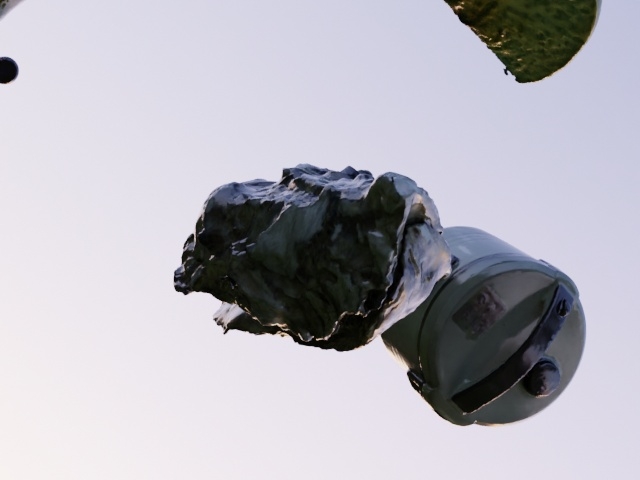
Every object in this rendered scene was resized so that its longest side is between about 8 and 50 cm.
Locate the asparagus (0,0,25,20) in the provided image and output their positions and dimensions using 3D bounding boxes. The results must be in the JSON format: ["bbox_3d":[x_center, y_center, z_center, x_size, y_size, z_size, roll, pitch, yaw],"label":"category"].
[{"bbox_3d":[-0.319,-0.330,1.683,0.082,0.343,0.085,58,0,-14],"label":"asparagus"}]

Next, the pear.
[{"bbox_3d":[0.254,-0.353,1.829,0.288,0.139,0.239,44,-20,-16],"label":"pear"}]

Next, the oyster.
[{"bbox_3d":[0.001,0.002,1.117,0.158,0.162,0.351,30,-15,-18],"label":"oyster"}]

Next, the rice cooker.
[{"bbox_3d":[0.191,0.103,1.783,0.244,0.226,0.226,41,-28,61],"label":"rice cooker"}]

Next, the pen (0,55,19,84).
[{"bbox_3d":[-0.373,-0.191,1.641,0.033,0.033,0.269,67,-17,-14],"label":"pen"}]
